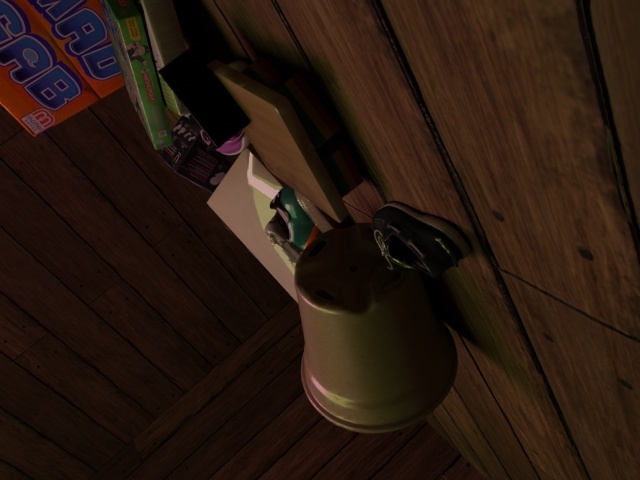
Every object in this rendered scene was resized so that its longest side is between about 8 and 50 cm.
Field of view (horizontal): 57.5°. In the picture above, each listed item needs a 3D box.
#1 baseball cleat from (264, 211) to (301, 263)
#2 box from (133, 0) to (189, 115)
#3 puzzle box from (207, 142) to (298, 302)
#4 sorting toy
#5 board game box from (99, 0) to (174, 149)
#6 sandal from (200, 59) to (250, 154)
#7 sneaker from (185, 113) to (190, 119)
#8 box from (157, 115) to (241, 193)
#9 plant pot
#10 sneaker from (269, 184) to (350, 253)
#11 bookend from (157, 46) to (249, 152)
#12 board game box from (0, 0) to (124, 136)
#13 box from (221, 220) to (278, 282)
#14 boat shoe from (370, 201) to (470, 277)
[{"bbox_3d":[-0.051,-0.002,1.407,0.072,0.109,0.206,17,159,37],"label":"baseball cleat"},{"bbox_3d":[-0.323,-0.417,1.134,0.232,0.058,0.322,37,143,59],"label":"box"},{"bbox_3d":[-0.098,-0.027,1.513,0.409,0.052,0.272,48,136,0],"label":"puzzle box"},{"bbox_3d":[-0.051,-0.191,0.999,0.257,0.089,0.255,40,166,46],"label":"sorting toy"},{"bbox_3d":[-0.385,-0.372,1.200,0.214,0.046,0.317,57,160,31],"label":"board game box"},{"bbox_3d":[-0.221,-0.266,1.248,0.169,0.102,0.416,48,159,-8],"label":"sandal"},{"bbox_3d":[-0.390,-0.376,1.886,0.073,0.063,0.162,31,160,52],"label":"sneaker"},{"bbox_3d":[-0.310,-0.221,1.671,0.247,0.142,0.163,31,-175,-42],"label":"box"},{"bbox_3d":[0.087,0.147,1.136,0.334,0.333,0.306,40,156,43],"label":"plant pot"},{"bbox_3d":[0.000,0.000,1.328,0.302,0.121,0.108,58,-152,-16],"label":"sneaker"},{"bbox_3d":[-0.213,-0.243,1.039,0.157,0.072,0.156,53,170,-15],"label":"bookend"},{"bbox_3d":[-0.635,-0.536,1.303,0.356,0.356,0.357,56,175,32],"label":"board game box"},{"bbox_3d":[-0.163,-0.023,1.906,0.295,0.073,0.293,48,145,-3],"label":"box"},{"bbox_3d":[0.138,0.004,0.938,0.095,0.079,0.254,53,170,-26],"label":"boat shoe"}]
